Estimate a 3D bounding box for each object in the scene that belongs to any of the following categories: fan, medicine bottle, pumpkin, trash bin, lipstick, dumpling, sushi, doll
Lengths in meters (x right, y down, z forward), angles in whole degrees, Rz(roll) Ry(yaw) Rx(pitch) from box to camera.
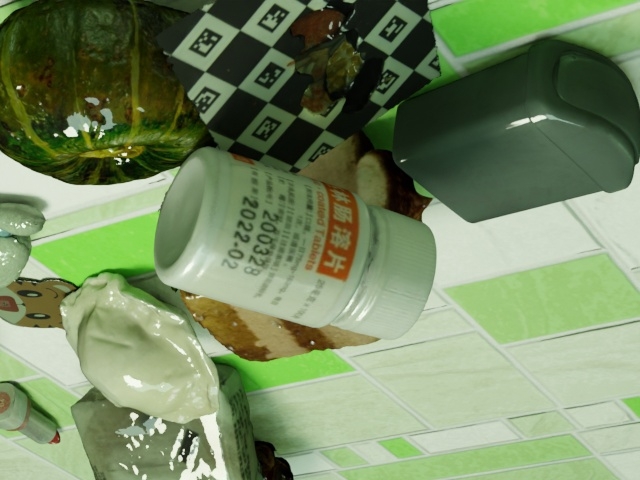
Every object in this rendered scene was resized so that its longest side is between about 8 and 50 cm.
[{"bbox_3d":[-0.436,0.087,2.059,0.227,0.008,0.152,3,150,2],"label":"fan"},{"bbox_3d":[-0.023,0.009,1.446,0.252,0.144,0.144,20,146,-24],"label":"medicine bottle"},{"bbox_3d":[-0.213,-0.163,1.457,0.260,0.189,0.260,-7,169,-1],"label":"pumpkin"},{"bbox_3d":[0.214,-0.108,1.549,0.236,0.101,0.177,-17,144,36],"label":"trash bin"},{"bbox_3d":[-0.461,0.287,2.351,0.057,0.063,0.186,-6,152,18],"label":"lipstick"},{"bbox_3d":[-0.230,0.140,1.987,0.258,0.147,0.193,40,134,1],"label":"dumpling"},{"bbox_3d":[-0.016,-0.192,1.424,0.264,0.050,0.290,-34,148,-7],"label":"sushi"},{"bbox_3d":[-0.419,0.013,1.873,0.103,0.071,0.214,22,142,-27],"label":"doll"}]

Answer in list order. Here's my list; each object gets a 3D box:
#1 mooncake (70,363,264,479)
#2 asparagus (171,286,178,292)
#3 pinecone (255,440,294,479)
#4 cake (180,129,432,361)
[{"bbox_3d":[-0.219,0.308,2.212,0.250,0.136,0.254,-7,104,17],"label":"mooncake"},{"bbox_3d":[-0.172,0.029,1.918,0.016,0.013,0.166,3,151,-18],"label":"asparagus"},{"bbox_3d":[-0.138,0.405,2.369,0.221,0.221,0.221,4,149,2],"label":"pinecone"},{"bbox_3d":[0.000,0.000,1.679,0.293,0.196,0.198,-14,144,18],"label":"cake"}]
